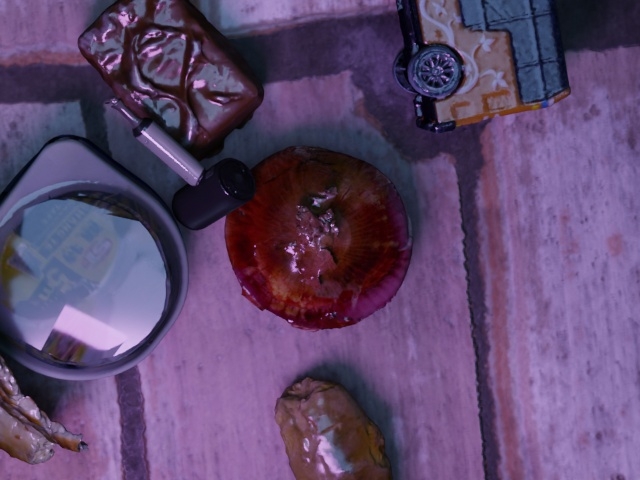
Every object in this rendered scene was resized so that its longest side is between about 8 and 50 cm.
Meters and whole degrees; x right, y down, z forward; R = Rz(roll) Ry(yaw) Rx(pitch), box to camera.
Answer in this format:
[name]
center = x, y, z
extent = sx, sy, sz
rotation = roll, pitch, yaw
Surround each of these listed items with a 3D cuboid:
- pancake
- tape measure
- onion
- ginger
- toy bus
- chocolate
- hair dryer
[pancake]
center = -0.441, 0.122, 1.577
extent = 0.067, 0.305, 0.426
rotation = -52, 133, -28
[tape measure]
center = -0.290, 0.034, 1.643
extent = 0.262, 0.138, 0.259
rotation = 37, 94, -7
[onion]
center = 0.000, 0.000, 1.644
extent = 0.230, 0.163, 0.230
rotation = -1, 95, -8
[ginger]
center = 0.029, 0.291, 1.706
extent = 0.116, 0.109, 0.263
rotation = -20, 99, -29
[toy bus]
center = 0.171, -0.301, 1.627
extent = 0.194, 0.162, 0.323
rotation = -11, 98, -3
[chocolate]
center = -0.174, -0.198, 1.647
extent = 0.148, 0.093, 0.214
rotation = -42, 97, 3
[hair dryer]
center = -0.173, -0.098, 1.601
extent = 0.100, 0.057, 0.198
rotation = -28, 117, 39
